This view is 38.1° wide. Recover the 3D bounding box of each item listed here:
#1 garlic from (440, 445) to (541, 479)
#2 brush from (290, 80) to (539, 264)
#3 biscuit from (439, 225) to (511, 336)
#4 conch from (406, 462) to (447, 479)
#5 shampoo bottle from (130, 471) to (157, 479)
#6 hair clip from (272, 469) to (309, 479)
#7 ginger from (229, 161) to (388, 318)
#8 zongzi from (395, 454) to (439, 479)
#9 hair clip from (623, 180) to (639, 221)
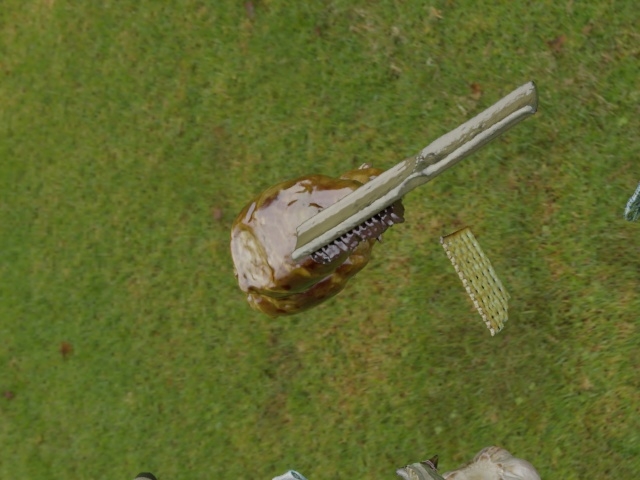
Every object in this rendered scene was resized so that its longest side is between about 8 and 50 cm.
[{"bbox_3d":[0.215,0.342,1.196,0.147,0.159,0.102,-2,119,40],"label":"garlic"},{"bbox_3d":[0.071,-0.044,0.719,0.248,0.036,0.043,-33,34,35],"label":"brush"},{"bbox_3d":[0.297,0.069,1.726,0.016,0.144,0.203,-33,84,33],"label":"biscuit"},{"bbox_3d":[0.102,0.309,0.933,0.130,0.155,0.207,-15,113,10],"label":"conch"},{"bbox_3d":[-0.297,0.450,1.467,0.127,0.257,0.078,-4,105,0],"label":"shampoo bottle"},{"bbox_3d":[0.038,0.377,1.287,0.159,0.218,0.071,-28,48,41],"label":"hair clip"},{"bbox_3d":[-0.002,-0.001,1.390,0.274,0.357,0.152,-19,72,-8],"label":"ginger"},{"bbox_3d":[0.183,0.399,1.599,0.067,0.083,0.073,7,64,39],"label":"zongzi"},{"bbox_3d":[0.501,-0.115,1.323,0.036,0.066,0.229,56,135,28],"label":"hair clip"}]
